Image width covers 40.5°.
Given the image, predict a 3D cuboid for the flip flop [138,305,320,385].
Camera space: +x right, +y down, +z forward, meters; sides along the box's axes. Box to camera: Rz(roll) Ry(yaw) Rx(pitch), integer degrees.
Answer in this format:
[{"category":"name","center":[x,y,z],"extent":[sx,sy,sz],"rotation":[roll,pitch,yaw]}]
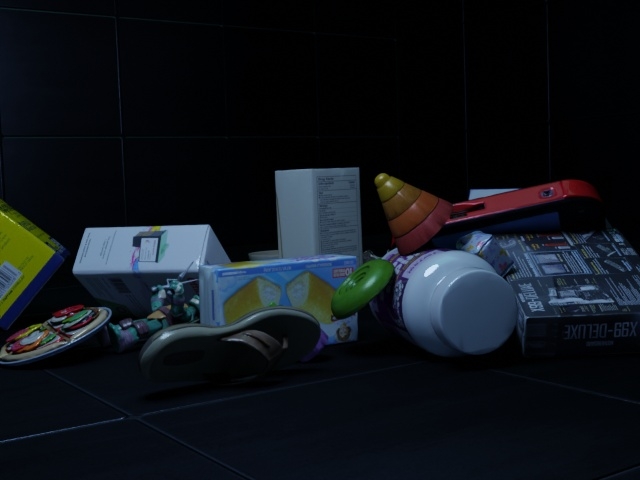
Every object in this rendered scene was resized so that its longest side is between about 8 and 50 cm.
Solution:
[{"category":"flip flop","center":[-0.116,0.159,1.211],"extent":[0.277,0.112,0.080],"rotation":[-2,29,-37]}]

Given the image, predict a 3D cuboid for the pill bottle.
[{"category":"pill bottle","center":[0.194,0.095,1.393],"extent":[0.169,0.169,0.301],"rotation":[-3,3,-14]}]

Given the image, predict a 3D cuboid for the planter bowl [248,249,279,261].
[{"category":"planter bowl","center":[-0.096,0.083,2.161],"extent":[0.162,0.109,0.162],"rotation":[-2,3,0]}]

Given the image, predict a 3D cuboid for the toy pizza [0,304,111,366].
[{"category":"toy pizza","center":[-0.450,0.151,1.458],"extent":[0.201,0.032,0.201],"rotation":[-18,14,5]}]

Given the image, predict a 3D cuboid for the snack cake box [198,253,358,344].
[{"category":"snack cake box","center":[-0.069,0.108,1.470],"extent":[0.264,0.152,0.089],"rotation":[-5,5,-31]}]

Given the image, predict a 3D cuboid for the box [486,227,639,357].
[{"category":"box","center":[0.423,0.078,1.443],"extent":[0.243,0.076,0.307],"rotation":[-3,26,-1]}]

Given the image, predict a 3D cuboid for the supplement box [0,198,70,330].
[{"category":"supplement box","center":[-0.734,-0.003,1.827],"extent":[0.356,0.195,0.194],"rotation":[39,-5,-12]}]

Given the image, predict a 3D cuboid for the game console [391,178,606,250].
[{"category":"game console","center":[0.351,0.024,1.670],"extent":[0.387,0.060,0.342],"rotation":[-12,-36,14]}]

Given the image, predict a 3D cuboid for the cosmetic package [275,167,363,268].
[{"category":"cosmetic package","center":[0.000,0.000,1.855],"extent":[0.113,0.309,0.160],"rotation":[0,4,43]}]

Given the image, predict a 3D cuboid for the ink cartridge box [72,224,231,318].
[{"category":"ink cartridge box","center":[-0.333,0.069,1.797],"extent":[0.278,0.117,0.201],"rotation":[-1,-33,15]}]

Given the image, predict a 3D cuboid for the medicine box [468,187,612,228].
[{"category":"medicine box","center":[0.491,0.007,1.924],"extent":[0.264,0.149,0.289],"rotation":[1,-23,34]}]

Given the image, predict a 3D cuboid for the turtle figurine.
[{"category":"turtle figurine","center":[-0.282,0.128,1.564],"extent":[0.234,0.118,0.175],"rotation":[-25,-2,-33]}]

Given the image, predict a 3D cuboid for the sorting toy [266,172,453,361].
[{"category":"sorting toy","center":[0.051,0.025,1.397],"extent":[0.365,0.126,0.127],"rotation":[-45,11,-13]}]

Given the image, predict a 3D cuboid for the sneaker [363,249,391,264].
[{"category":"sneaker","center":[0.130,0.062,2.621],"extent":[0.189,0.071,0.066],"rotation":[-1,4,9]}]

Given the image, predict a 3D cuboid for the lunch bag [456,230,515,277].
[{"category":"lunch bag","center":[0.270,0.023,1.441],"extent":[0.053,0.071,0.083],"rotation":[-49,18,-13]}]
